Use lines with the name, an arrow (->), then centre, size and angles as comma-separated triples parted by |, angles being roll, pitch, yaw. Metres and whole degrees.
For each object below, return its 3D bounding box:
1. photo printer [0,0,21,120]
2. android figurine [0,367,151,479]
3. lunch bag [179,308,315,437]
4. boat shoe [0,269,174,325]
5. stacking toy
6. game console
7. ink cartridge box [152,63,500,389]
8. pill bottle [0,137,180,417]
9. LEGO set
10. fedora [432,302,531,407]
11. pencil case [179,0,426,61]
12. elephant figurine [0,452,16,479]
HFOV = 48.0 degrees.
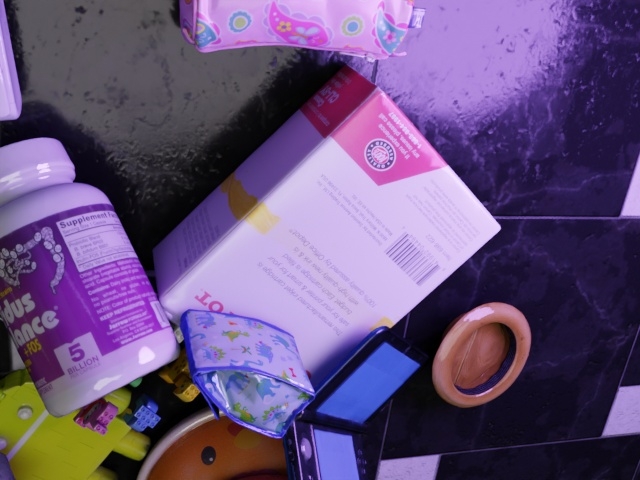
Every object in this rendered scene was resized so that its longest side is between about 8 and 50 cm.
photo printer -> -0.494, -0.239, 0.746 | 0.308, 0.107, 0.255 | -8, 116, -14
android figurine -> -0.398, 0.289, 1.065 | 0.273, 0.056, 0.248 | 38, 99, -31
lunch bag -> -0.098, 0.152, 0.867 | 0.151, 0.129, 0.096 | 32, 103, -29
boat shoe -> -0.314, 0.090, 0.980 | 0.255, 0.079, 0.095 | 4, 113, -20
stacking toy -> -0.072, 0.487, 1.018 | 0.351, 0.480, 0.350 | -7, 117, -15
game console -> 0.076, 0.286, 1.039 | 0.173, 0.250, 0.293 | -17, 157, 16
ink cartridge box -> 0.000, 0.000, 0.988 | 0.385, 0.160, 0.279 | -43, 119, 6
pill bottle -> -0.303, 0.039, 0.851 | 0.169, 0.169, 0.301 | -27, 86, -4
LEGO set -> -0.229, 0.204, 1.019 | 0.227, 0.093, 0.087 | -49, 122, -11
fedora -> 0.258, 0.183, 1.209 | 0.194, 0.079, 0.194 | -7, 111, -18
pencil case -> -0.026, -0.282, 0.869 | 0.284, 0.124, 0.124 | -2, 115, -19
elephant figurine -> -0.510, 0.404, 1.003 | 0.169, 0.186, 0.239 | 2, 141, -42
